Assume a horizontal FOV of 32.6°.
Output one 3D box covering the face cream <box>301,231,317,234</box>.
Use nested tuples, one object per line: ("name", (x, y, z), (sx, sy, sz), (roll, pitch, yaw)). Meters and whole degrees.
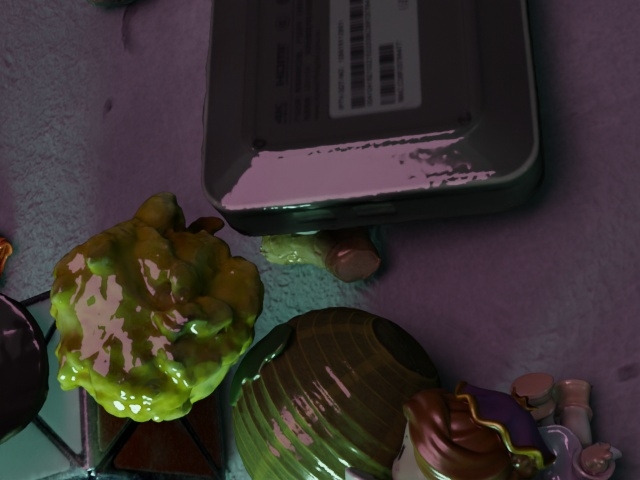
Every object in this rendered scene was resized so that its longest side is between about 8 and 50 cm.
("face cream", (0.000, -0.145, 1.402), (0.139, 0.067, 0.285), (15, 66, 29))

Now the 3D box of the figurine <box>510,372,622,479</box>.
("figurine", (0.245, 0.272, 1.105), (0.200, 0.133, 0.276), (-7, 67, 18))

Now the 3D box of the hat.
("hat", (-0.490, 0.232, 1.323), (0.382, 0.257, 0.366), (-4, 52, 4))

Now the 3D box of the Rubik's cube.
("Rubik's cube", (-0.297, 0.221, 1.412), (0.260, 0.259, 0.254), (-20, 63, 31))

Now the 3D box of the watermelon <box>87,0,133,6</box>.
("watermelon", (-0.317, -0.411, 1.716), (0.187, 0.139, 0.071), (-26, 95, 24))

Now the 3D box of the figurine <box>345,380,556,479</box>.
("figurine", (0.113, 0.250, 1.044), (0.189, 0.142, 0.263), (27, 92, 11))

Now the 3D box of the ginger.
("ginger", (0.000, 0.002, 1.394), (0.190, 0.069, 0.095), (6, 81, 36))

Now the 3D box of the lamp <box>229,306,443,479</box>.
("lamp", (0.009, 0.215, 1.217), (0.284, 0.250, 0.250), (-51, 54, 17))

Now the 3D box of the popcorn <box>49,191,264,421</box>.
("popcorn", (-0.185, 0.077, 1.238), (0.233, 0.192, 0.266), (13, 66, 0))

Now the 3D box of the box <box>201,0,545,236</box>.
("box", (0.056, -0.208, 1.316), (0.397, 0.111, 0.396), (-7, 63, 12))

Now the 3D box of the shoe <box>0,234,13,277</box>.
("shoe", (-0.554, 0.070, 1.746), (0.077, 0.074, 0.194), (18, 83, 31))
